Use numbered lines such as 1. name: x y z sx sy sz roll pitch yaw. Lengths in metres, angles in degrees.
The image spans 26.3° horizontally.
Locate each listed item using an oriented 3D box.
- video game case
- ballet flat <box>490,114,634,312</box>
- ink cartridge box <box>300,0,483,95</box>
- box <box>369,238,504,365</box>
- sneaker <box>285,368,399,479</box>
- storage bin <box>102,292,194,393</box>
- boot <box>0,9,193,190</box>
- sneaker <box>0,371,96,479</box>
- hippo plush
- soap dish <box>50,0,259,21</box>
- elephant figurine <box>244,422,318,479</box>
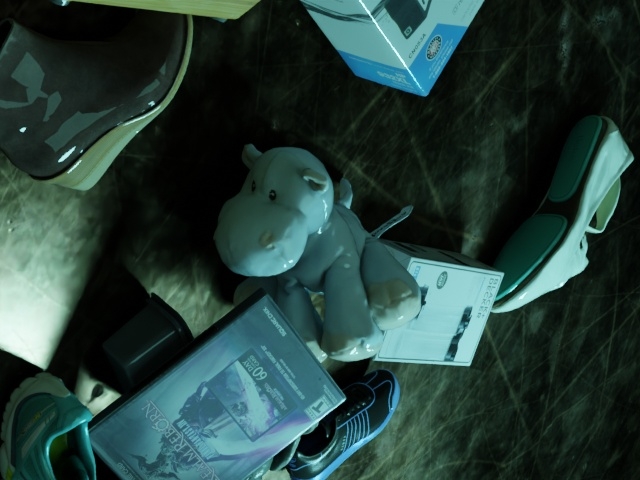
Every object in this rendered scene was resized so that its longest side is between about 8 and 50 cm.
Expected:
1. video game case: -0.126 0.209 1.658 0.274 0.026 0.196 -38 121 -5
2. ballet flat: 0.421 -0.025 2.326 0.400 0.139 0.139 -59 145 -15
3. ink cartridge box: 0.083 -0.360 1.704 0.223 0.129 0.307 -58 144 -11
4. box: 0.154 0.097 2.101 0.290 0.087 0.169 12 100 -55
5. sneaker: 0.034 0.265 2.045 0.232 0.081 0.090 -45 147 -25
6. storage bin: -0.199 0.150 1.669 0.091 0.098 0.135 -37 137 -20
7. boot: -0.247 -0.179 1.407 0.248 0.090 0.207 -59 147 -4
8. sneaker: -0.312 0.288 1.577 0.107 0.110 0.275 -22 127 -44
9. hippo plush: 0.000 0.000 1.713 0.294 0.234 0.236 -52 143 -19
10. soap dish: -0.193 -0.309 1.302 0.291 0.229 0.118 -4 129 -52
11. elephant figurine: -0.089 0.254 1.841 0.239 0.186 0.169 -30 99 -54
